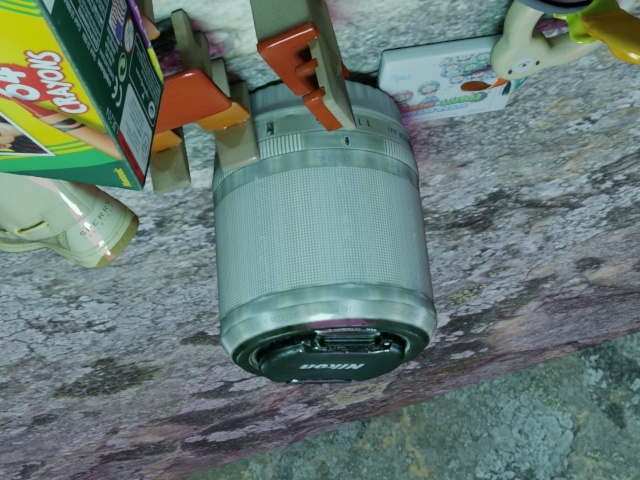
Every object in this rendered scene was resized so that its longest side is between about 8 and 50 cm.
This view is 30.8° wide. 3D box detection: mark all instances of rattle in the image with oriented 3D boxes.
[{"bbox_3d":[0.230,-0.161,1.114,0.130,0.143,0.199,-7,150,-51],"label":"rattle"}]

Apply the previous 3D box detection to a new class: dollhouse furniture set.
[{"bbox_3d":[-0.111,-0.130,1.026,0.259,0.135,0.262,-18,159,14],"label":"dollhouse furniture set"}]

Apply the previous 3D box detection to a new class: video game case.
[{"bbox_3d":[0.134,-0.168,1.233,0.157,0.019,0.143,-9,159,-8],"label":"video game case"}]

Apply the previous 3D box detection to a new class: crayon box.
[{"bbox_3d":[-0.290,-0.158,0.728,0.313,0.106,0.363,6,161,6],"label":"crayon box"}]

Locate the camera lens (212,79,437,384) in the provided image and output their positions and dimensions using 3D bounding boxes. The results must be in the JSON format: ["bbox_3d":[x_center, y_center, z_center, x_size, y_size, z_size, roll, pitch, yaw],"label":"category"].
[{"bbox_3d":[0.000,0.000,1.204,0.219,0.274,0.219,-5,158,-2],"label":"camera lens"}]

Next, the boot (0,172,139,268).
[{"bbox_3d":[-0.315,-0.072,1.109,0.262,0.095,0.203,15,154,45],"label":"boot"}]

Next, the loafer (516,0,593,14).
[{"bbox_3d":[0.147,-0.258,0.891,0.302,0.109,0.095,11,145,-42],"label":"loafer"}]
